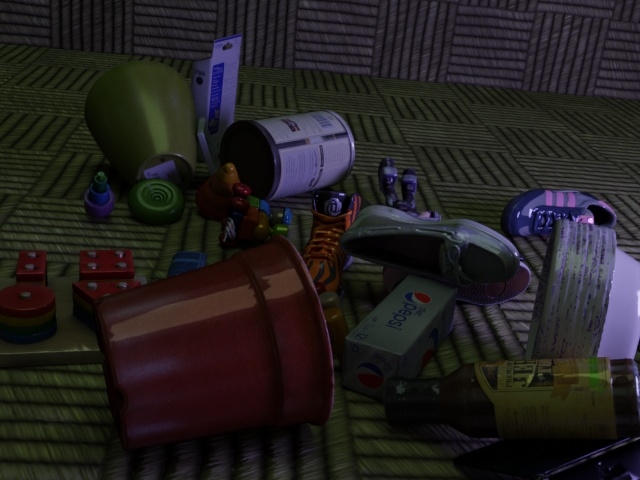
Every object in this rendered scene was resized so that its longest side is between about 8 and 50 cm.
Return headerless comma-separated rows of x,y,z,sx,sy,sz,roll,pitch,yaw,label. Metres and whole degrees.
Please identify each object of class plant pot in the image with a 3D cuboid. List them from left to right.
-0.405,-0.236,1.939,0.274,0.275,0.294,-4,43,-24,plant pot
-0.155,0.151,1.086,0.265,0.272,0.272,-12,28,-19,plant pot

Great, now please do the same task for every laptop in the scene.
0.352,0.340,1.057,0.234,0.137,0.264,-10,54,-32,laptop

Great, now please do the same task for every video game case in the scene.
-0.273,-0.213,2.002,0.019,0.157,0.143,-15,25,0,video game case

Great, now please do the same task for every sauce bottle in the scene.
0.260,0.220,1.114,0.344,0.111,0.111,-5,19,18,sauce bottle

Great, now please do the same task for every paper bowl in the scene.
0.407,0.117,1.245,0.148,0.284,0.284,13,24,14,paper bowl

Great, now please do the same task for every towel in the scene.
-0.256,0.052,1.547,0.067,0.029,0.119,4,24,-3,towel

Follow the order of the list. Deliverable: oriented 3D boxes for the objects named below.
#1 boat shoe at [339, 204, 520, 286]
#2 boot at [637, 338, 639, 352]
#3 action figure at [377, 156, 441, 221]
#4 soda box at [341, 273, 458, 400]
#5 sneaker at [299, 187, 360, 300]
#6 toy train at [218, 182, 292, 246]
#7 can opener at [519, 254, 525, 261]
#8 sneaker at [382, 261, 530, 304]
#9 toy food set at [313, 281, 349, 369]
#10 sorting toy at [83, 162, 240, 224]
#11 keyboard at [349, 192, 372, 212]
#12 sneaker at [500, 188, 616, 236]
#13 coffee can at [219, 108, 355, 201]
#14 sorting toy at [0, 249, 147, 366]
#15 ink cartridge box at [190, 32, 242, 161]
0.192,0.020,1.439,0.320,0.118,0.103,17,41,24,boat shoe
0.614,0.155,1.468,0.236,0.085,0.178,1,21,-29,boot
0.189,-0.076,1.881,0.185,0.099,0.285,11,36,-5,action figure
0.137,0.154,1.333,0.098,0.091,0.286,14,24,22,soda box
0.000,0.000,1.541,0.124,0.180,0.321,9,23,6,sneaker
-0.131,-0.023,1.683,0.143,0.105,0.248,16,21,-11,toy train
0.342,0.035,1.703,0.186,0.059,0.073,4,23,-4,can opener
0.260,0.056,1.572,0.290,0.106,0.123,0,27,-12,sneaker
-0.034,0.141,1.357,0.232,0.105,0.111,1,30,36,toy food set
-0.328,-0.121,1.762,0.365,0.126,0.127,-3,53,-21,sorting toy
0.094,-0.026,1.768,0.108,0.023,0.180,-38,54,-15,keyboard
0.572,-0.060,1.919,0.319,0.112,0.131,-11,26,-32,sneaker
-0.079,-0.208,1.981,0.201,0.202,0.275,26,29,38,coffee can
-0.409,0.097,1.325,0.257,0.089,0.255,0,24,-16,sorting toy
-0.288,-0.393,2.188,0.065,0.333,0.165,17,24,17,ink cartridge box
